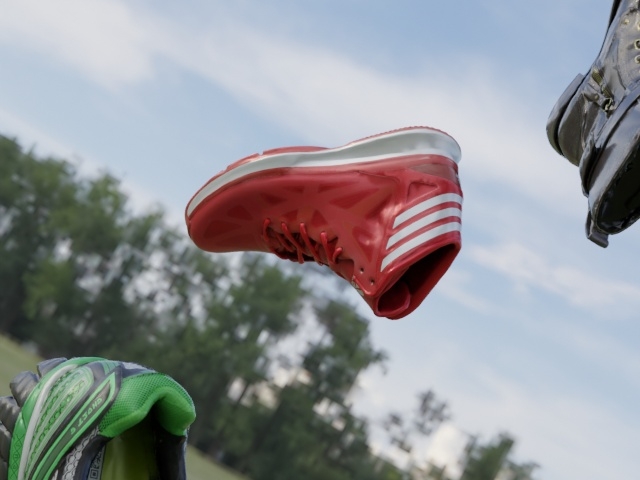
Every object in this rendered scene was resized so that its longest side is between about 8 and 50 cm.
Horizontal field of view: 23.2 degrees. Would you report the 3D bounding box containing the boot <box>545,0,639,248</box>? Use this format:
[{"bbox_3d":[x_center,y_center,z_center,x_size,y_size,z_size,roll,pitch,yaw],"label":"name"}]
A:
[{"bbox_3d":[0.286,-0.132,1.303,0.091,0.263,0.229,26,15,-10],"label":"boot"}]

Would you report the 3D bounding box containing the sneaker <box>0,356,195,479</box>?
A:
[{"bbox_3d":[-0.152,0.242,1.004,0.134,0.343,0.146,9,-13,-40],"label":"sneaker"}]

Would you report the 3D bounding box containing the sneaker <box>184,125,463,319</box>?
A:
[{"bbox_3d":[0.000,0.000,1.144,0.221,0.128,0.087,-17,-34,22],"label":"sneaker"}]
